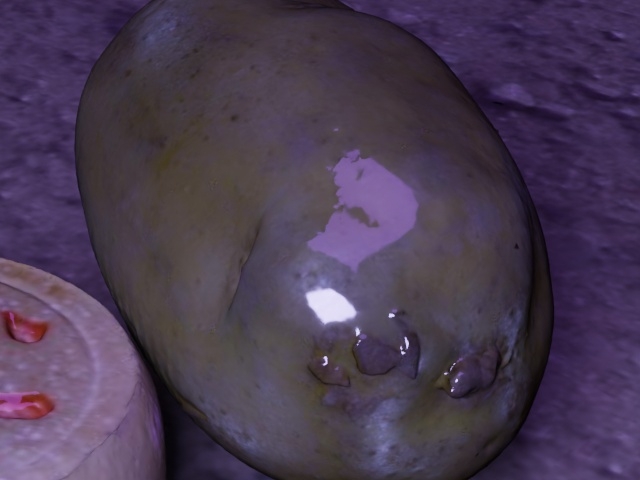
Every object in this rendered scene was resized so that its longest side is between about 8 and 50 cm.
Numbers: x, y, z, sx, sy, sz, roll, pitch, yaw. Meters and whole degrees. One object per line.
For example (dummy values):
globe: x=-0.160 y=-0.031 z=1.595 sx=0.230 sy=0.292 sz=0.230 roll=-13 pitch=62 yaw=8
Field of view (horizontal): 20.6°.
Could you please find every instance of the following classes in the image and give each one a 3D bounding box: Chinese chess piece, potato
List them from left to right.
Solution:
Chinese chess piece: x=-0.210 y=0.108 z=0.855 sx=0.270 sy=0.112 sz=0.270 roll=4 pitch=30 yaw=-2
potato: x=0.000 y=0.000 z=0.934 sx=0.221 sy=0.243 sz=0.326 roll=-35 pitch=52 yaw=-2
